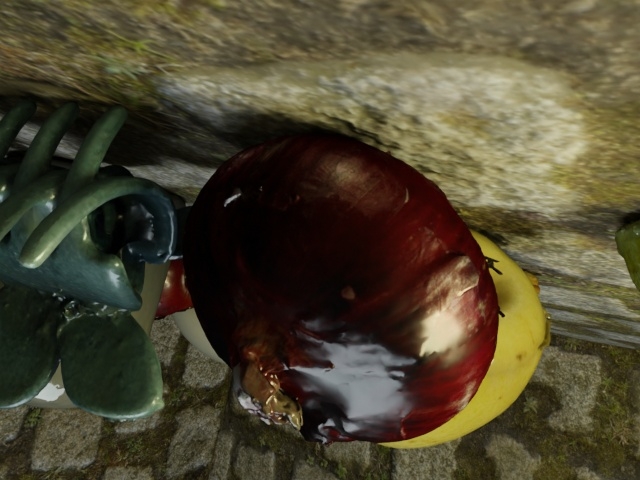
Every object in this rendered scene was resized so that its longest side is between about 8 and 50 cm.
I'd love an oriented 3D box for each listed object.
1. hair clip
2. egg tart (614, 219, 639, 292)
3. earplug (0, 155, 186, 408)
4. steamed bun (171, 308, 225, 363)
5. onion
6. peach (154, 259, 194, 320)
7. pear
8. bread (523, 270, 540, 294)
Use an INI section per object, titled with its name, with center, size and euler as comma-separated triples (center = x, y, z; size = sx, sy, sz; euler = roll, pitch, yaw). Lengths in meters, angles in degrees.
[hair clip]
center = -0.285, -0.002, 0.632
size = 0.318, 0.392, 0.238
euler = 10, 146, 25
[egg tart]
center = 0.364, 0.030, 0.534
size = 0.197, 0.078, 0.197
euler = 12, 175, 1
[earplug]
center = -0.436, 0.081, 1.028
size = 0.313, 0.394, 0.312
euler = 14, 173, 2
[steamed bun]
center = -0.239, 0.168, 1.612
size = 0.374, 0.334, 0.334
euler = 31, -179, 24
[onion]
center = -0.004, 0.055, 0.537
size = 0.314, 0.314, 0.232
euler = 5, -148, 44
[peach]
center = -0.417, 0.020, 1.330
size = 0.362, 0.201, 0.258
euler = 23, -156, 16
[pear]
center = 0.123, 0.115, 0.777
size = 0.309, 0.309, 0.309
euler = 12, 173, 2
[bread]
center = 0.339, 0.075, 1.036
size = 0.081, 0.046, 0.083
euler = 15, 171, -39
